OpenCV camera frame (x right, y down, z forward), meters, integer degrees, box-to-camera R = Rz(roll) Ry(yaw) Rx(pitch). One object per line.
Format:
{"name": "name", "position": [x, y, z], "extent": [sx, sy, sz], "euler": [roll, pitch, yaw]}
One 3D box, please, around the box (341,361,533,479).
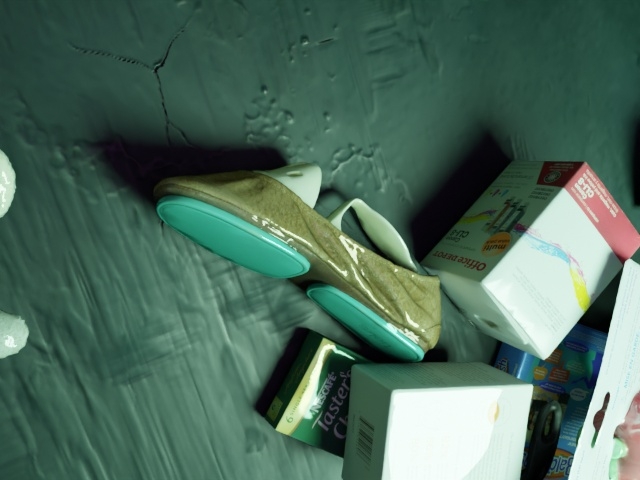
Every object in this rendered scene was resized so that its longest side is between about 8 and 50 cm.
{"name": "box", "position": [0.121, 0.202, 0.711], "extent": [0.171, 0.091, 0.130], "euler": [4, 95, -24]}

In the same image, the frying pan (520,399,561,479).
{"name": "frying pan", "position": [0.217, 0.329, 0.799], "extent": [0.197, 0.053, 0.326], "euler": [-28, 119, -4]}

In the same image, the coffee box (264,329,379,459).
{"name": "coffee box", "position": [0.042, 0.187, 0.749], "extent": [0.184, 0.040, 0.113], "euler": [31, 85, -23]}

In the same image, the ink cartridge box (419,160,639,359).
{"name": "ink cartridge box", "position": [0.230, 0.016, 0.754], "extent": [0.176, 0.128, 0.127], "euler": [-47, 111, -10]}

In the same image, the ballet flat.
{"name": "ballet flat", "position": [0.000, 0.000, 0.679], "extent": [0.342, 0.116, 0.124], "euler": [32, 65, -23]}

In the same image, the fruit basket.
{"name": "fruit basket", "position": [0.385, 0.225, 0.791], "extent": [0.353, 0.165, 0.326], "euler": [23, 80, -33]}

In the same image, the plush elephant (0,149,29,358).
{"name": "plush elephant", "position": [-0.338, 0.043, 0.477], "extent": [0.255, 0.330, 0.271], "euler": [-3, 113, -44]}

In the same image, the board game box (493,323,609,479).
{"name": "board game box", "position": [0.283, 0.200, 0.844], "extent": [0.160, 0.047, 0.210], "euler": [20, 90, -24]}
